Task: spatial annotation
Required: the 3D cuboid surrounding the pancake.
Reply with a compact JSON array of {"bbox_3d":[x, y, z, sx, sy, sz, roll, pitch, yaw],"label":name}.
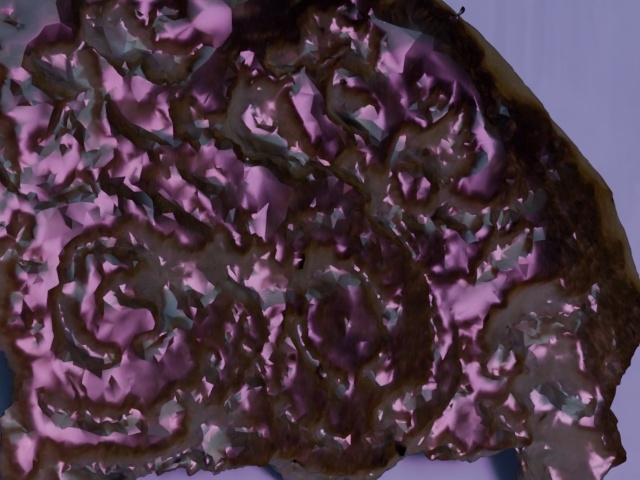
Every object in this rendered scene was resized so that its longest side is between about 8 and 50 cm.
[{"bbox_3d":[0.000,-0.006,0.714,0.427,0.067,0.304,8,81,-30],"label":"pancake"}]
